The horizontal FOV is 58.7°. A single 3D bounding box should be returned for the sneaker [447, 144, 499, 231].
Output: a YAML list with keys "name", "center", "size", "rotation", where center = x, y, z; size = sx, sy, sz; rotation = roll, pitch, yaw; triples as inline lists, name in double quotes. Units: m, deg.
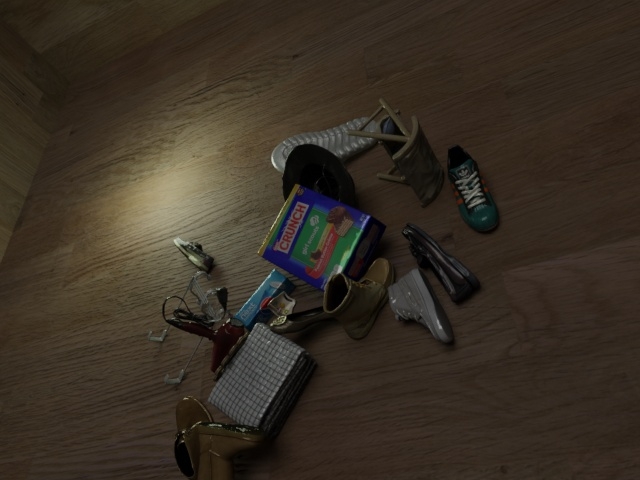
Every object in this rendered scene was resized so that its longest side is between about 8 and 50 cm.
- name: "sneaker"
  center: [0.440, -0.162, 1.703]
  size: [0.108, 0.121, 0.302]
  rotation: [-26, 48, 15]

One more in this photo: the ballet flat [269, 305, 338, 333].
- name: "ballet flat"
  center: [-0.031, 0.223, 1.698]
  size: [0.250, 0.058, 0.084]
  rotation: [-11, 25, -6]

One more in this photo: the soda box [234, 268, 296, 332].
- name: "soda box"
  center: [-0.181, 0.202, 1.872]
  size: [0.071, 0.067, 0.210]
  rotation: [31, 78, 43]

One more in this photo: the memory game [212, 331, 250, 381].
- name: "memory game"
  center: [-0.273, 0.358, 1.756]
  size: [0.012, 0.186, 0.186]
  rotation: [34, 77, 7]

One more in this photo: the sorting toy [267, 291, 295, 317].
- name: "sorting toy"
  center: [-0.120, 0.207, 1.837]
  size: [0.075, 0.083, 0.045]
  rotation: [-52, 6, -21]

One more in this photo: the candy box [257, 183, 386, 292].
- name: "candy box"
  center: [0.000, 0.000, 1.772]
  size: [0.317, 0.122, 0.268]
  rotation: [26, 87, 36]

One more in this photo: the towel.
- name: "towel"
  center: [-0.167, 0.410, 1.679]
  size: [0.235, 0.121, 0.283]
  rotation: [19, 71, 42]

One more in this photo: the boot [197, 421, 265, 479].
- name: "boot"
  center: [-0.241, 0.633, 1.519]
  size: [0.236, 0.089, 0.269]
  rotation: [-7, 80, 38]

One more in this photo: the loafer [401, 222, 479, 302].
- name: "loafer"
  center: [0.320, 0.058, 1.635]
  size: [0.095, 0.109, 0.302]
  rotation: [-45, 49, 2]

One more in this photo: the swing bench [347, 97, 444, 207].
- name: "swing bench"
  center: [0.263, -0.278, 1.809]
  size: [0.165, 0.253, 0.255]
  rotation: [-46, 46, -4]

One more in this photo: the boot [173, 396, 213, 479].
- name: "boot"
  center: [-0.386, 0.581, 1.695]
  size: [0.112, 0.115, 0.305]
  rotation: [-38, 45, 6]

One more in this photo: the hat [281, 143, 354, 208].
- name: "hat"
  center: [0.023, -0.189, 1.946]
  size: [0.331, 0.331, 0.134]
  rotation: [16, 30, 39]

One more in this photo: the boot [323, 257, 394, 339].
- name: "boot"
  center: [0.111, 0.131, 1.640]
  size: [0.095, 0.203, 0.262]
  rotation: [16, 69, 38]

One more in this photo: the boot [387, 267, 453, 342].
- name: "boot"
  center: [0.270, 0.201, 1.582]
  size: [0.123, 0.095, 0.258]
  rotation: [-35, 39, 17]

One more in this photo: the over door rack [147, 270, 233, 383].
- name: "over door rack"
  center: [-0.438, 0.299, 1.952]
  size: [0.324, 0.108, 0.239]
  rotation: [-52, 44, 9]

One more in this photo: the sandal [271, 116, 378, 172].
- name: "sandal"
  center: [0.026, -0.327, 2.113]
  size: [0.416, 0.102, 0.169]
  rotation: [-15, 65, 7]

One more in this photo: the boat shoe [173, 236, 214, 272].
- name: "boat shoe"
  center: [-0.480, 0.045, 2.175]
  size: [0.073, 0.080, 0.223]
  rotation: [-45, 51, -11]

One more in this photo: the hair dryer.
- name: "hair dryer"
  center: [-0.352, 0.286, 1.803]
  size: [0.223, 0.293, 0.080]
  rotation: [-14, 15, 9]
